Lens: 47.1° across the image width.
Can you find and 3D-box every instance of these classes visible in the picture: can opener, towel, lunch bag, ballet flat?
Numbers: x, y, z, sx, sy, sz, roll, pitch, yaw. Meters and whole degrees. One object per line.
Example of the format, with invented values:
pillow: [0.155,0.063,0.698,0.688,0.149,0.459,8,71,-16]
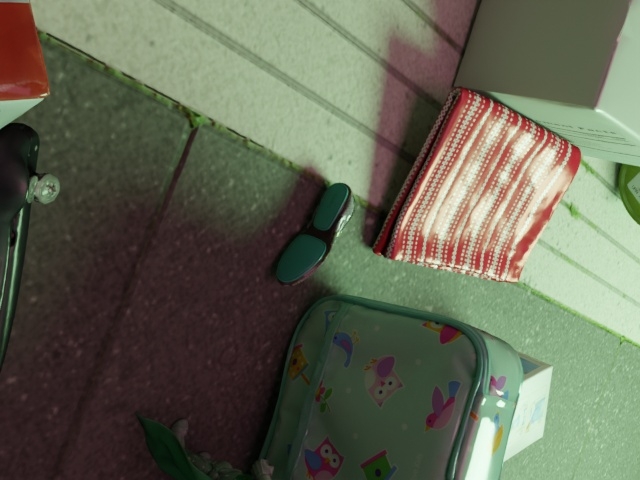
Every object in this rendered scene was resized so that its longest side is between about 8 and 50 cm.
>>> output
can opener: [-0.216,0.012,0.482,0.059,0.073,0.186,-59,158,-75]
towel: [0.192,-0.048,0.840,0.275,0.031,0.198,12,109,-46]
lunch bag: [0.046,0.197,0.678,0.108,0.224,0.279,28,77,-51]
ballet flat: [0.000,0.000,0.695,0.041,0.041,0.114,44,72,-43]

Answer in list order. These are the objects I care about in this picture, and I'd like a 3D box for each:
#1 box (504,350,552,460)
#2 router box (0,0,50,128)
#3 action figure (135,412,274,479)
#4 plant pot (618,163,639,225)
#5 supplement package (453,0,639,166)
box: [0.166,0.201,0.867,0.203,0.114,0.103,-14,114,-41]
router box: [-0.297,-0.175,0.243,0.335,0.082,0.301,-14,93,-42]
action figure: [-0.047,0.217,0.579,0.063,0.232,0.137,-44,131,-26]
plant pot: [0.620,-0.111,1.136,0.294,0.275,0.274,-18,116,-23]
supplement package: [0.323,-0.204,0.845,0.293,0.175,0.177,14,96,-46]
